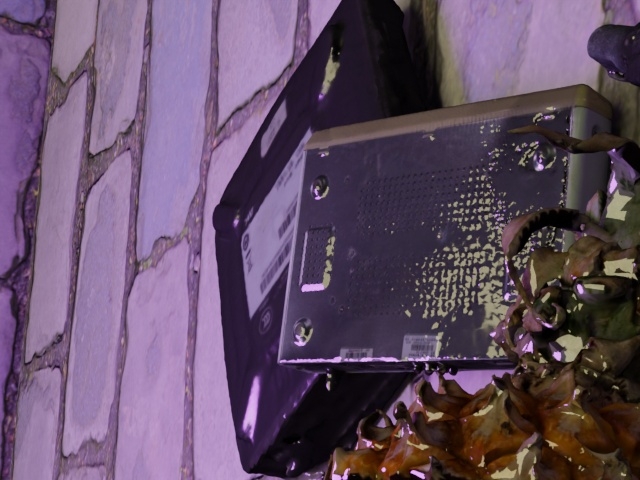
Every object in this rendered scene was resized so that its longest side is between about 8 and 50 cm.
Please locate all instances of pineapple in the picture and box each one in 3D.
[{"bbox_3d":[0.149,0.076,0.826,0.262,0.263,0.271,-42,22,56],"label":"pineapple"}]

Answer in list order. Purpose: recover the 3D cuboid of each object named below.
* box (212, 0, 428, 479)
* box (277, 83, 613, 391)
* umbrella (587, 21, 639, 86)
[{"bbox_3d":[0.000,0.000,1.337,0.359,0.091,0.350,-56,34,40],"label":"box"},{"bbox_3d":[0.081,0.005,1.073,0.270,0.045,0.210,-4,74,44],"label":"box"},{"bbox_3d":[0.234,-0.107,0.885,0.066,0.059,0.236,-56,23,-1],"label":"umbrella"}]
